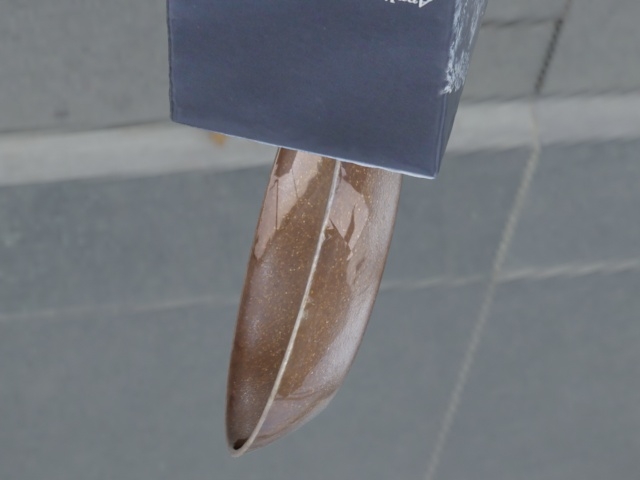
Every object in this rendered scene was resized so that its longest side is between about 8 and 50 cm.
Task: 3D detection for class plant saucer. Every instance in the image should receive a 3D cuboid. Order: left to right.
[{"bbox_3d":[0.000,0.000,0.857,0.036,0.199,0.198,13,144,-9],"label":"plant saucer"}]

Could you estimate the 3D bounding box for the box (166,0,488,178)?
[{"bbox_3d":[0.016,-0.133,0.613,0.093,0.156,0.158,13,143,7],"label":"box"}]
